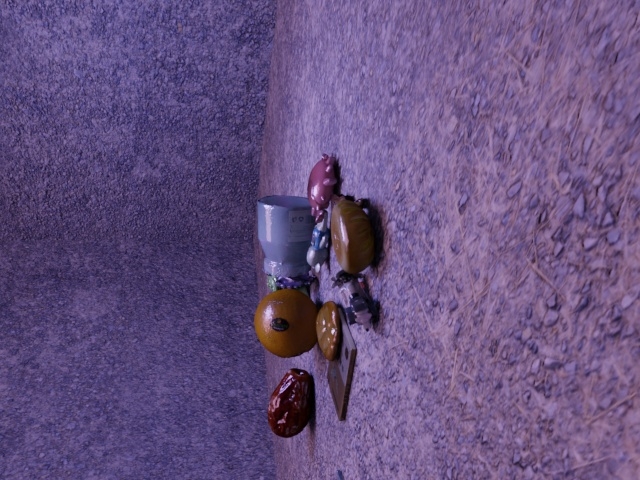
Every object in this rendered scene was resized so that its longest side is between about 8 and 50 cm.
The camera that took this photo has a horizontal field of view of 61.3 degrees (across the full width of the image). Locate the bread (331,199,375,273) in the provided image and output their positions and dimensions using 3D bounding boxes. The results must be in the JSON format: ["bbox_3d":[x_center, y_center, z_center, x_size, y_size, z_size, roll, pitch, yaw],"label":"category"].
[{"bbox_3d":[0.090,-0.014,1.485,0.213,0.105,0.213,172,90,-84],"label":"bread"}]

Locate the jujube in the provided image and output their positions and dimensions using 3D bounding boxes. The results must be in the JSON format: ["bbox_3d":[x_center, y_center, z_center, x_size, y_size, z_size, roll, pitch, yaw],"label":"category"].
[{"bbox_3d":[-0.122,0.692,2.300,0.197,0.197,0.290,-148,73,-75],"label":"jujube"}]

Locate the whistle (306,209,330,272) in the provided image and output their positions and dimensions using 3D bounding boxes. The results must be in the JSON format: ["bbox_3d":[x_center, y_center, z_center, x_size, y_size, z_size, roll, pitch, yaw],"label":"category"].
[{"bbox_3d":[0.000,0.000,1.975,0.114,0.077,0.235,-128,45,-59],"label":"whistle"}]

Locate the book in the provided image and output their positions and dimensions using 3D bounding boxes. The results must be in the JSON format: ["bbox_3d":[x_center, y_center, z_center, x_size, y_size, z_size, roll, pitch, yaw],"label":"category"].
[{"bbox_3d":[0.065,0.413,1.807,0.217,0.021,0.310,-112,25,-58],"label":"book"}]

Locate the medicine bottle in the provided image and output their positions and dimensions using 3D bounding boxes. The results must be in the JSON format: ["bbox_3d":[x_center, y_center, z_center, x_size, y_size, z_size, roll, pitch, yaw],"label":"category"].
[{"bbox_3d":[-0.132,-0.019,2.155,0.245,0.245,0.289,-129,41,-70],"label":"medicine bottle"}]

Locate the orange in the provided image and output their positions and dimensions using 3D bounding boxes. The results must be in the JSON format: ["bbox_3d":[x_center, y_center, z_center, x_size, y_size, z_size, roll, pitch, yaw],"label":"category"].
[{"bbox_3d":[-0.127,0.325,2.121,0.274,0.274,0.274,179,90,-77],"label":"orange"}]

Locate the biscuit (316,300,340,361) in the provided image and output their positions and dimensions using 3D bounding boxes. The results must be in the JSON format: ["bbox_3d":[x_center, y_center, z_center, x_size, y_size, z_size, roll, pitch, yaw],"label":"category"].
[{"bbox_3d":[0.023,0.305,1.856,0.260,0.041,0.203,-164,74,-75],"label":"biscuit"}]

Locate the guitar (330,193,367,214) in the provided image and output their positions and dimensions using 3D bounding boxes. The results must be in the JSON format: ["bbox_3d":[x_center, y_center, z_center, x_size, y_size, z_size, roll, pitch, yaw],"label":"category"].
[{"bbox_3d":[0.090,-0.107,1.638,0.271,0.038,0.083,-178,82,-72],"label":"guitar"}]

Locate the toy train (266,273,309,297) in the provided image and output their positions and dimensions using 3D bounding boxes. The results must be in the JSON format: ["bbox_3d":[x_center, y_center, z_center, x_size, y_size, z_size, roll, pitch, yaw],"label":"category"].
[{"bbox_3d":[-0.146,0.219,2.407,0.272,0.159,0.188,158,94,-75],"label":"toy train"}]

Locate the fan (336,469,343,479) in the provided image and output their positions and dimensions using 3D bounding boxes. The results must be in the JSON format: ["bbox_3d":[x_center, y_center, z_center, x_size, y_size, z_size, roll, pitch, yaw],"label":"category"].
[{"bbox_3d":[0.084,0.813,1.757,0.193,0.016,0.038,-130,44,-69],"label":"fan"}]

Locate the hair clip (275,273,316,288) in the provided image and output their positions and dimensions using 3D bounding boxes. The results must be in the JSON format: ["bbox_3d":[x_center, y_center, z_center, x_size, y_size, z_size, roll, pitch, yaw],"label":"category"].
[{"bbox_3d":[-0.101,0.155,2.211,0.195,0.124,0.052,6,122,43],"label":"hair clip"}]

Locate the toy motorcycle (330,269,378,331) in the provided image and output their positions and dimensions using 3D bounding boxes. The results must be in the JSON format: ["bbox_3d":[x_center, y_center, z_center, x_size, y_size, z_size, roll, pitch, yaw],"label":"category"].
[{"bbox_3d":[0.094,0.160,1.519,0.221,0.102,0.150,-116,7,-68],"label":"toy motorcycle"}]

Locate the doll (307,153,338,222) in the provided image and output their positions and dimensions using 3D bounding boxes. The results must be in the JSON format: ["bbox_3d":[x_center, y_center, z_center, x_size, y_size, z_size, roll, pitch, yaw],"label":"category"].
[{"bbox_3d":[0.003,-0.185,1.883,0.211,0.093,0.262,125,150,-58],"label":"doll"}]
